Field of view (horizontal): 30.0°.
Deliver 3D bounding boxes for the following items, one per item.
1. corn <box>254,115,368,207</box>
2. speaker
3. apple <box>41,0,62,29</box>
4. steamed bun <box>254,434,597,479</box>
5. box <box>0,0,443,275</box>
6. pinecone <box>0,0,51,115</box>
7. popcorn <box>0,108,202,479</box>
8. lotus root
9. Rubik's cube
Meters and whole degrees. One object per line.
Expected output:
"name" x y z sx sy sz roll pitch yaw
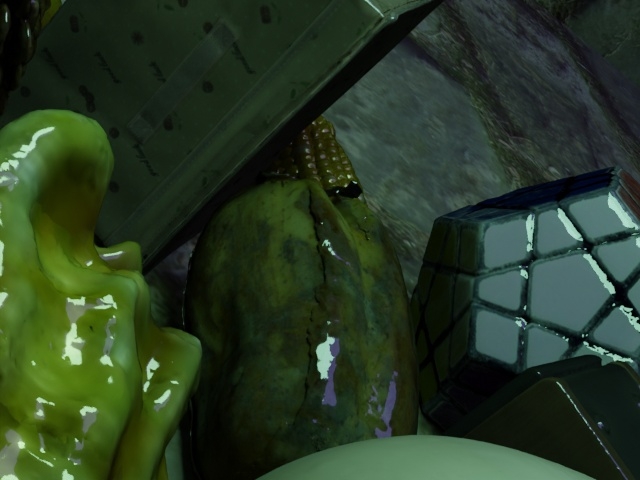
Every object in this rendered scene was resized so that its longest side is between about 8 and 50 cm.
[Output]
"corn" 0.004 0.000 1.093 0.102 0.102 0.312 24 37 -41
"speaker" 0.151 0.216 0.848 0.153 0.231 0.192 -1 54 -58
"apple" -0.249 -0.176 0.952 0.074 0.090 0.089 80 -6 -49
"steamed bun" 0.072 0.258 0.549 0.374 0.334 0.334 35 28 -24
"box" -0.075 -0.154 0.945 0.190 0.297 0.225 48 25 0
"pinecone" -0.279 -0.158 0.765 0.205 0.184 0.179 18 19 -34
"popcorn" -0.199 0.068 0.439 0.321 0.290 0.325 -95 159 -65
"lotus root" -0.013 0.084 0.845 0.152 0.160 0.274 40 38 -40
"Rubik's cube" 0.235 0.081 1.139 0.319 0.319 0.264 -33 108 -65
